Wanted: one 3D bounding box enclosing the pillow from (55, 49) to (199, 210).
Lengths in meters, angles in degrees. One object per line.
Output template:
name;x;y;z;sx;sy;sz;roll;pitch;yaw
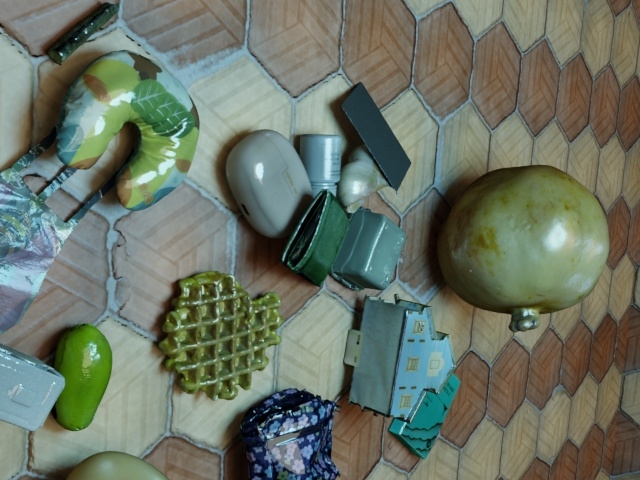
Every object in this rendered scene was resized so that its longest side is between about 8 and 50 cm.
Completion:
pillow;-0.275;-0.162;1.041;0.233;0.086;0.214;49;61;-50

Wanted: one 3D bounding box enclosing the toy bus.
toy bus;-0.480;0.133;0.842;0.342;0.138;0.097;42;69;-45

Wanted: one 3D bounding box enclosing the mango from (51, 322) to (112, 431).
mango;-0.352;0.205;1.042;0.091;0.074;0.165;-3;100;-49

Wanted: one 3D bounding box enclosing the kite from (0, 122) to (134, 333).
kite;-0.402;-0.048;0.979;0.360;0.022;0.204;-56;132;-24

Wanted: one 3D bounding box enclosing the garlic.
garlic;0.090;-0.125;1.434;0.174;0.099;0.124;-50;125;-51

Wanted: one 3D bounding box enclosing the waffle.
waffle;-0.170;0.155;1.244;0.249;0.056;0.253;-47;127;-31

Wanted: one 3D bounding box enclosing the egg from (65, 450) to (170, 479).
egg;-0.299;0.432;1.053;0.201;0.201;0.244;-27;103;-41

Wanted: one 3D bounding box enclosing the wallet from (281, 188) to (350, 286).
wallet;-0.002;-0.001;1.332;0.160;0.055;0.236;-62;166;-4

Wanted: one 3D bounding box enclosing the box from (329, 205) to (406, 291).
box;0.106;0.022;1.490;0.124;0.093;0.172;33;73;-45

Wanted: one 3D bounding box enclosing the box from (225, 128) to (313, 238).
box;-0.089;-0.100;1.259;0.146;0.088;0.200;-50;131;-31

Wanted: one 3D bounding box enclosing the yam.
yam;-0.336;-0.299;1.003;0.027;0.033;0.129;42;59;-13

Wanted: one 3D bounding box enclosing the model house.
model house;0.182;0.255;1.552;0.207;0.178;0.270;9;88;-42

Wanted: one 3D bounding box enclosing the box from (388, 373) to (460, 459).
box;0.267;0.417;1.777;0.161;0.042;0.226;49;62;-40

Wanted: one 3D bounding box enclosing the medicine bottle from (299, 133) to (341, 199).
medicine bottle;-0.001;-0.138;1.353;0.080;0.080;0.130;-9;105;-46

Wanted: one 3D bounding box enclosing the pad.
pad;0.119;-0.215;1.447;0.211;0.003;0.143;55;35;-17

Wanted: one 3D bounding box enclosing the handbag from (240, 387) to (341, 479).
handbag;-0.063;0.395;1.353;0.229;0.127;0.207;-11;99;-46

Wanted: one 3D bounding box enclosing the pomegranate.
pomegranate;0.472;0.023;1.672;0.412;0.412;0.411;-11;105;-46
